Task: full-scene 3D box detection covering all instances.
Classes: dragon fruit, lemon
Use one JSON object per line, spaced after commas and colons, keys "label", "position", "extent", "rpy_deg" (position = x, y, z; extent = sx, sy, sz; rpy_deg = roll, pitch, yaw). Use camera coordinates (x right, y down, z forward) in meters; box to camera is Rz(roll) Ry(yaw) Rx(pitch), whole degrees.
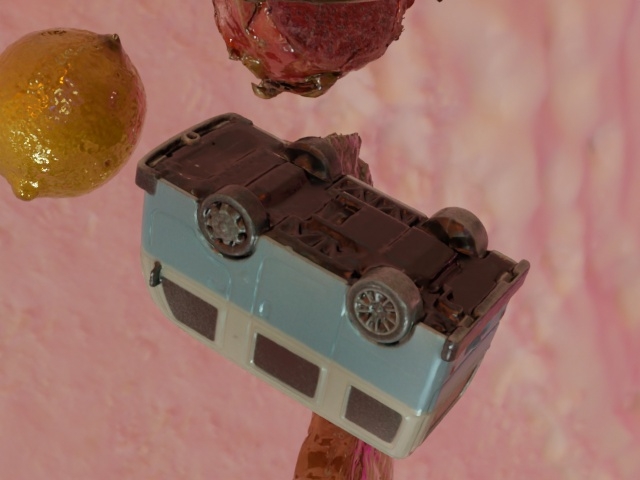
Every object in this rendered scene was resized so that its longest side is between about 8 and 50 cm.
{"label": "dragon fruit", "position": [-0.016, -0.254, 1.210], "extent": [0.282, 0.147, 0.211], "rpy_deg": [-9, 91, -40]}
{"label": "lemon", "position": [-0.366, -0.173, 1.588], "extent": [0.253, 0.228, 0.228], "rpy_deg": [-52, 133, -16]}

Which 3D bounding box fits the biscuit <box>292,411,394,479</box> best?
{"label": "biscuit", "position": [0.005, 0.326, 1.020], "extent": [0.350, 0.078, 0.455], "rpy_deg": [79, 20, -45]}

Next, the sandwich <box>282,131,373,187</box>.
{"label": "sandwich", "position": [-0.001, 0.000, 1.497], "extent": [0.262, 0.131, 0.325], "rpy_deg": [-75, 152, -45]}

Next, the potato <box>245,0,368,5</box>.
{"label": "potato", "position": [-0.004, -0.162, 0.524], "extent": [0.149, 0.251, 0.113], "rpy_deg": [2, 105, -53]}

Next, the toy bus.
{"label": "toy bus", "position": [-0.006, 0.033, 0.846], "extent": [0.133, 0.271, 0.165], "rpy_deg": [-37, 149, -48]}
